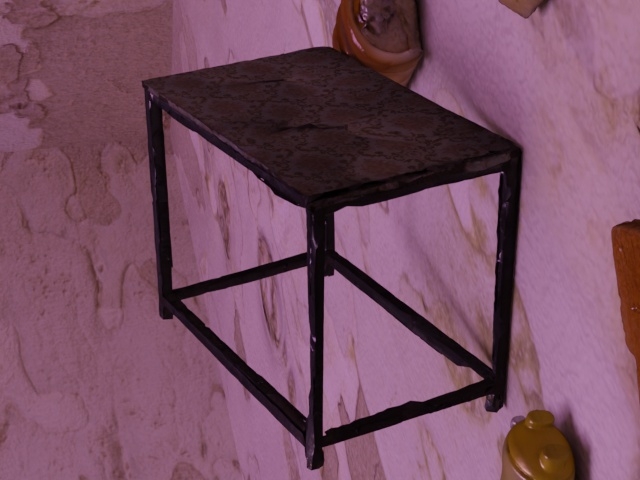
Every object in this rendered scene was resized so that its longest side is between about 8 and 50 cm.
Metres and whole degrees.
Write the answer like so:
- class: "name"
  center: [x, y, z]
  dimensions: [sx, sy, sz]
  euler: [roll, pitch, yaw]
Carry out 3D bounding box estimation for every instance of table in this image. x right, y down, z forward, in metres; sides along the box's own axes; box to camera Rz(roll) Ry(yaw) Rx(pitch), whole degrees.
- class: "table"
  center: [0.000, 0.000, 1.284]
  dimensions: [0.335, 0.222, 0.272]
  euler: [37, 134, 51]

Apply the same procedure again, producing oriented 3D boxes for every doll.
- class: "doll"
  center: [0.182, 0.221, 1.137]
  dimensions: [0.106, 0.062, 0.162]
  euler: [-105, 15, -49]

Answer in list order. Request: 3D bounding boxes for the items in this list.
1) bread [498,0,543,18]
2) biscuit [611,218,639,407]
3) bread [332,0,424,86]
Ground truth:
- class: "bread"
  center: [0.106, -0.256, 0.957]
  dimensions: [0.240, 0.178, 0.135]
  euler: [143, 120, -73]
- class: "biscuit"
  center: [0.243, 0.084, 0.842]
  dimensions: [0.212, 0.041, 0.239]
  euler: [92, 166, -57]
- class: "bread"
  center: [0.058, -0.213, 1.414]
  dimensions: [0.177, 0.084, 0.119]
  euler: [106, 155, -69]
